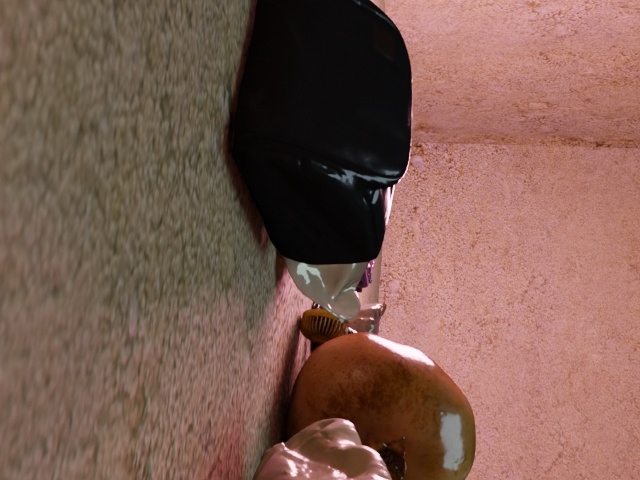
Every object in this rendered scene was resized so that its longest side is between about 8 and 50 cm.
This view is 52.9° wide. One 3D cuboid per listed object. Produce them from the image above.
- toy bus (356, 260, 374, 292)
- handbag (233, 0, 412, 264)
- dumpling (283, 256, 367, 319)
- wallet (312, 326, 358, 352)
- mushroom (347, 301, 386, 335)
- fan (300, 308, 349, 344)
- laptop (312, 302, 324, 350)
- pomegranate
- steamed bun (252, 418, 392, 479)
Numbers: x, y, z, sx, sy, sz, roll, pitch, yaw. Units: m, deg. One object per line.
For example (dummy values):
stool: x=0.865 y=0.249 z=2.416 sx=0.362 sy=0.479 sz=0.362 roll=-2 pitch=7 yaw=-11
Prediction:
toy bus: x=0.074 y=0.040 z=1.494 sx=0.178 sy=0.086 sz=0.098 roll=75 pitch=22 yaw=-54
handbag: x=0.020 y=-0.153 z=0.760 sx=0.275 sy=0.177 sz=0.302 roll=76 pitch=19 yaw=-63
dumpling: x=-0.001 y=-0.004 z=0.944 sx=0.166 sy=0.126 sz=0.216 roll=11 pitch=91 yaw=-54
wallet: x=0.079 y=0.248 z=1.236 sx=0.243 sy=0.039 sz=0.133 roll=34 pitch=64 yaw=-31
mushroom: x=0.058 y=0.275 z=1.297 sx=0.109 sy=0.097 sz=0.352 roll=37 pitch=55 yaw=-34
fan: x=0.020 y=0.166 z=1.114 sx=0.155 sy=0.082 sz=0.039 roll=51 pitch=45 yaw=-52
laptop: x=0.001 y=0.179 z=1.286 sx=0.129 sy=0.016 sz=0.180 roll=-70 pitch=162 yaw=-61
pomegranate: x=0.084 y=0.291 z=0.986 sx=0.319 sy=0.319 sz=0.319 roll=3 pitch=90 yaw=-81
steamed bun: x=-0.025 y=0.344 z=0.635 sx=0.280 sy=0.207 sz=0.268 roll=-147 pitch=-124 yaw=-69
